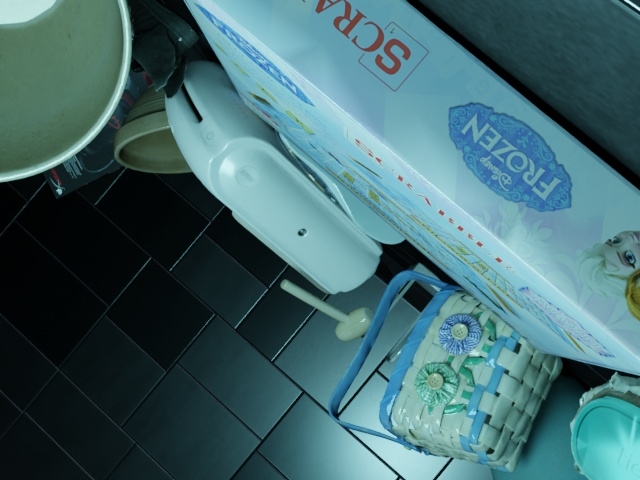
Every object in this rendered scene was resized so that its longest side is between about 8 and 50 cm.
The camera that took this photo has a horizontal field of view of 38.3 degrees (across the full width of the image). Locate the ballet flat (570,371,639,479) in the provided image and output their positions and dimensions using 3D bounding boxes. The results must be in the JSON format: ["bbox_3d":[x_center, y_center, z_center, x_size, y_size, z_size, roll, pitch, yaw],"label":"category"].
[{"bbox_3d":[0.366,0.225,0.668,0.409,0.147,0.147,43,-179,43],"label":"ballet flat"}]

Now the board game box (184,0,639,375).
[{"bbox_3d":[0.067,-0.047,0.586,0.318,0.066,0.318,40,179,4],"label":"board game box"}]

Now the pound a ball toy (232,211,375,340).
[{"bbox_3d":[0.000,0.000,1.560,0.319,0.135,0.208,41,-146,-34],"label":"pound a ball toy"}]

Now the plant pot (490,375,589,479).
[{"bbox_3d":[0.368,0.347,1.328,0.271,0.271,0.255,42,-169,-44],"label":"plant pot"}]

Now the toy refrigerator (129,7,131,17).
[{"bbox_3d":[-0.324,-0.333,1.256,0.102,0.094,0.269,41,178,-11],"label":"toy refrigerator"}]

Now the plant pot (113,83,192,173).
[{"bbox_3d":[-0.224,-0.198,1.520,0.237,0.237,0.110,46,-145,-74],"label":"plant pot"}]

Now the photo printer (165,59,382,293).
[{"bbox_3d":[-0.071,-0.093,1.194,0.307,0.107,0.256,42,-169,-37],"label":"photo printer"}]

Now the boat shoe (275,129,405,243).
[{"bbox_3d":[0.026,-0.074,0.977,0.183,0.065,0.083,46,180,-13],"label":"boat shoe"}]

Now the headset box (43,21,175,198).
[{"bbox_3d":[-0.383,-0.235,1.632,0.218,0.293,0.110,63,171,-9],"label":"headset box"}]

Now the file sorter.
[{"bbox_3d":[0.224,0.194,1.668,0.277,0.173,0.193,40,178,3],"label":"file sorter"}]

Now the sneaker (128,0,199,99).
[{"bbox_3d":[-0.212,-0.246,1.130,0.170,0.089,0.051,39,178,32],"label":"sneaker"}]

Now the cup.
[{"bbox_3d":[-0.351,-0.260,0.946,0.331,0.331,0.237,41,-158,-28],"label":"cup"}]

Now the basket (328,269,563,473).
[{"bbox_3d":[0.168,0.177,1.294,0.288,0.255,0.201,11,158,46],"label":"basket"}]
